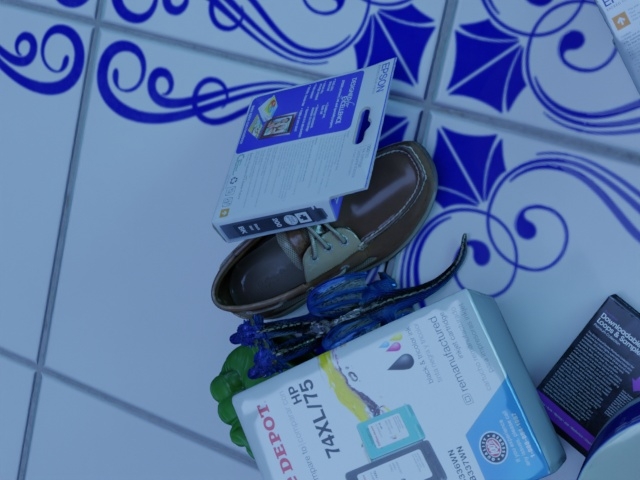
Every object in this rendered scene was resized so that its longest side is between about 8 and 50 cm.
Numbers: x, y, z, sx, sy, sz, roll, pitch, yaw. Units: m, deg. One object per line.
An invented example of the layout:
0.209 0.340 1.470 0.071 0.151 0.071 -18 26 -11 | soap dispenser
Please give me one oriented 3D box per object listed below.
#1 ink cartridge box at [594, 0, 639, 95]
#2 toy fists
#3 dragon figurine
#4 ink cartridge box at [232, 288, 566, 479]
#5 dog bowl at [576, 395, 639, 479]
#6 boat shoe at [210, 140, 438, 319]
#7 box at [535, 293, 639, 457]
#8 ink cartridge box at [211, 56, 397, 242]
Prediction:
0.418 -0.200 1.125 0.223 0.045 0.224 -27 80 27 | ink cartridge box
-0.019 0.232 1.374 0.279 0.096 0.142 37 111 20 | toy fists
0.039 0.084 1.296 0.289 0.144 0.085 -24 80 22 | dragon figurine
0.087 0.198 1.189 0.270 0.197 0.198 -26 77 13 | ink cartridge box
0.386 0.281 1.134 0.265 0.104 0.265 4 101 22 | dog bowl
0.000 0.000 1.330 0.324 0.116 0.123 -40 76 25 | boat shoe
0.313 0.154 1.223 0.116 0.029 0.162 41 113 19 | box
-0.010 -0.104 1.300 0.208 0.045 0.206 -11 47 31 | ink cartridge box
